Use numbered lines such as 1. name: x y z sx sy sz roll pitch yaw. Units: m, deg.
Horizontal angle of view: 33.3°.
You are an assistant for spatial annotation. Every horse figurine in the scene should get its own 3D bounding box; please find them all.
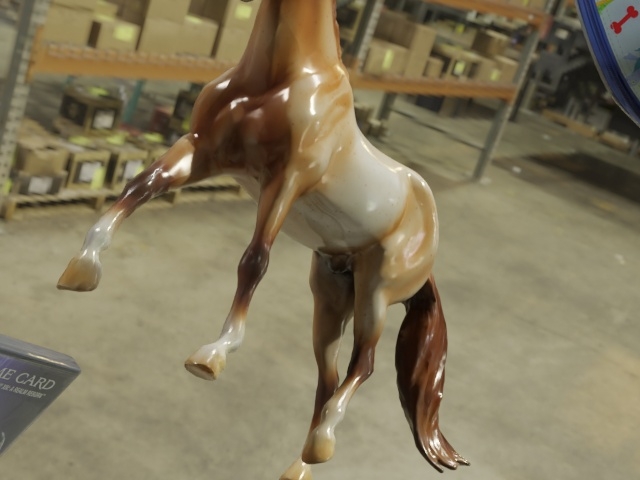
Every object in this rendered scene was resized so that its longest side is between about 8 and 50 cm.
1. horse figurine: 0.000 0.000 0.456 0.066 0.174 0.263 4 -32 36

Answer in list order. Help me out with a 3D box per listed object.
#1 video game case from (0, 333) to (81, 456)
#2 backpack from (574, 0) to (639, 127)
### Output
1. video game case: -0.336 0.175 0.828 0.026 0.274 0.196 45 4 27
2. backpack: 0.131 -0.068 0.329 0.105 0.084 0.114 32 38 -38
